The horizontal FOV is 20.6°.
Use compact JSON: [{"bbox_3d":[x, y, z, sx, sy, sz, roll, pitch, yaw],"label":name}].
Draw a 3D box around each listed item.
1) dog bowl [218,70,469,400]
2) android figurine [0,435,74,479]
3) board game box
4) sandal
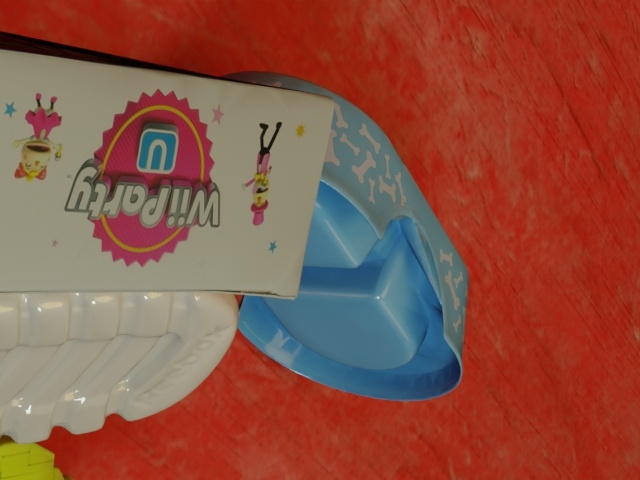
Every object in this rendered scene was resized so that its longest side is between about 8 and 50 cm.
[{"bbox_3d":[0.000,0.000,1.157,0.297,0.165,0.074,55,47,-45],"label":"dog bowl"},{"bbox_3d":[-0.239,0.194,0.992,0.272,0.056,0.248,-9,109,-50],"label":"android figurine"},{"bbox_3d":[-0.182,-0.052,0.775,0.224,0.303,0.098,2,101,-53],"label":"board game box"},{"bbox_3d":[-0.241,0.036,0.867,0.416,0.102,0.169,5,135,-34],"label":"sandal"}]
